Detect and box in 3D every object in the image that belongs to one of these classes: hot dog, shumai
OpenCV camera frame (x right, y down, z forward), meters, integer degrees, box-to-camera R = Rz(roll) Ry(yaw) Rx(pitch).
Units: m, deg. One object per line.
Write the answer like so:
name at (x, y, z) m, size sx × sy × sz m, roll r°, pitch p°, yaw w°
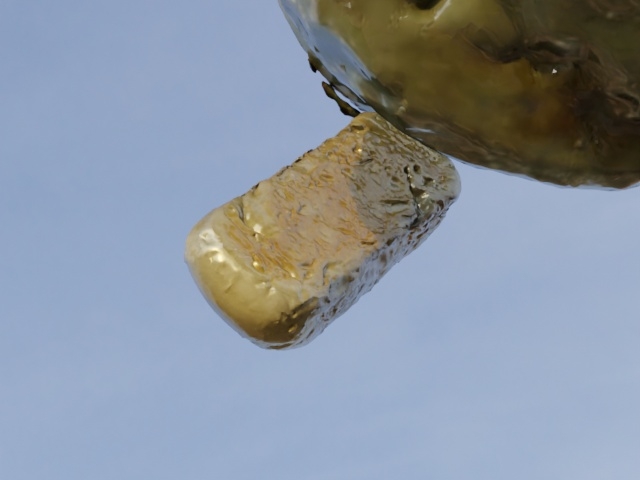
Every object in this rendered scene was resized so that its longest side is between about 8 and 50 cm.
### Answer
hot dog at (0.000, 0.000, 0.957) m, size 0.084 × 0.242 × 0.073 m, roll 36°, pitch -56°, yaw 10°
shumai at (0.164, -0.235, 0.775) m, size 0.324 × 0.397 × 0.323 m, roll 35°, pitch -14°, yaw -3°

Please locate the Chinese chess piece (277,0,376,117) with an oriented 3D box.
Chinese chess piece at (0.066, -0.182, 1.107) m, size 0.237 × 0.238 × 0.092 m, roll 31°, pitch -38°, yaw -34°
